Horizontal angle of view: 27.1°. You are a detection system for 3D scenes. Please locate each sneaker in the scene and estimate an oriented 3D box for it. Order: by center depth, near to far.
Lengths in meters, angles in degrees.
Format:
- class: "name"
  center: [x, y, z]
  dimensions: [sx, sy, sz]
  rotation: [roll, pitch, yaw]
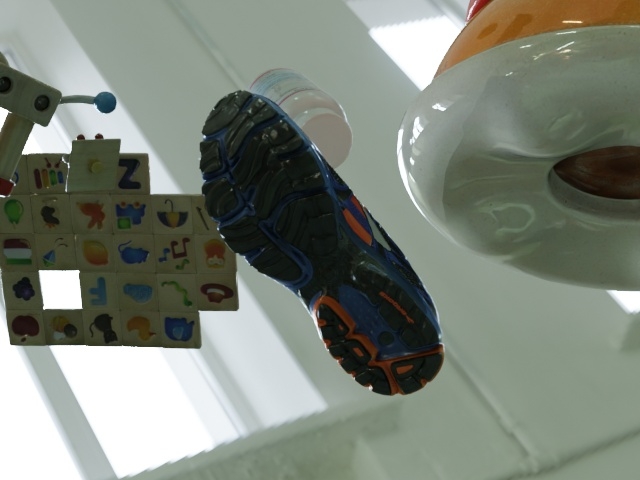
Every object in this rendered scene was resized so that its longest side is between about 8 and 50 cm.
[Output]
- class: "sneaker"
  center: [0.000, 0.000, 0.856]
  dimensions: [0.083, 0.221, 0.087]
  rotation: [-33, 3, 16]

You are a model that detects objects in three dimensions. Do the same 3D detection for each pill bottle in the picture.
- class: "pill bottle"
  center: [-0.023, -0.131, 1.462]
  dimensions: [0.087, 0.160, 0.087]
  rotation: [-8, -66, -18]

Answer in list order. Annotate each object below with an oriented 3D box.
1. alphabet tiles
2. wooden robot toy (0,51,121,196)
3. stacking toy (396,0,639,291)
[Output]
- class: "alphabet tiles"
  center: [-0.198, 0.011, 1.283]
  dimensions: [0.237, 0.009, 0.198]
  rotation: [0, -72, 7]
- class: "wooden robot toy"
  center: [-0.185, -0.076, 0.691]
  dimensions: [0.173, 0.079, 0.076]
  rotation: [27, -85, -42]
- class: "stacking toy"
  center: [0.259, -0.227, 1.088]
  dimensions: [0.350, 0.480, 0.351]
  rotation: [7, -25, 4]
